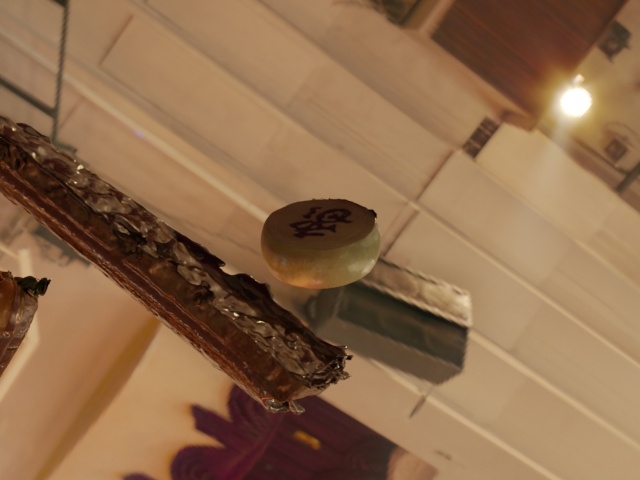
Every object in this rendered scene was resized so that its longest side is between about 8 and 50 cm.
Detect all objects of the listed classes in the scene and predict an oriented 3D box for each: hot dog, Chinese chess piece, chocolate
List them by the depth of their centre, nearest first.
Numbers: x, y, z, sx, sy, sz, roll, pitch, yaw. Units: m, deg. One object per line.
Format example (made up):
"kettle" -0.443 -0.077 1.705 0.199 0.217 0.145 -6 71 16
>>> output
"chocolate" -0.125 0.014 0.670 0.065 0.329 0.102 -56 163 4
"hot dog" -0.314 0.104 0.863 0.188 0.055 0.072 -59 177 3
"Chinese chess piece" 0.000 0.000 1.135 0.144 0.144 0.058 -92 179 -62
